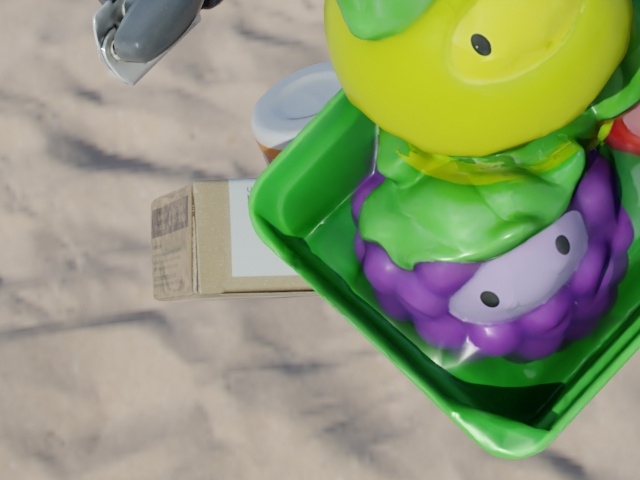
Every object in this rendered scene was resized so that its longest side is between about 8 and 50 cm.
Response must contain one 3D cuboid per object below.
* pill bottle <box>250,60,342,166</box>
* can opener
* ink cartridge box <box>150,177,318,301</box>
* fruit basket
[{"bbox_3d":[0.027,-0.046,1.746,0.121,0.216,0.121,-17,35,12],"label":"pill bottle"},{"bbox_3d":[-0.085,-0.234,1.623,0.095,0.076,0.283,9,46,43],"label":"can opener"},{"bbox_3d":[0.000,0.000,1.449,0.235,0.088,0.193,-1,-4,-15],"label":"ink cartridge box"},{"bbox_3d":[0.136,-0.088,1.127,0.283,0.392,0.392,43,56,16],"label":"fruit basket"}]
